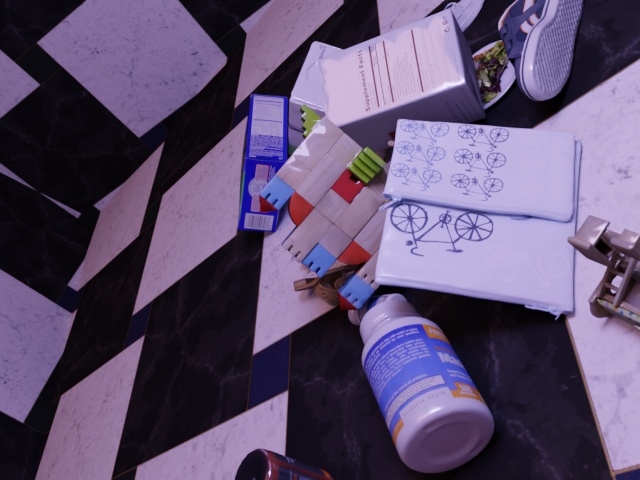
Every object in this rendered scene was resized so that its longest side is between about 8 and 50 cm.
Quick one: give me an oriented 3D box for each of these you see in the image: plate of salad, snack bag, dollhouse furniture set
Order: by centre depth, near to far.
[{"bbox_3d":[0.413,0.068,0.758,0.101,0.161,0.182,-57,30,2],"label":"dollhouse furniture set"},{"bbox_3d":[0.260,-0.055,1.016,0.323,0.037,0.342,9,63,13],"label":"snack bag"},{"bbox_3d":[0.351,-0.362,1.337,0.200,0.048,0.199,-34,39,33],"label":"plate of salad"}]

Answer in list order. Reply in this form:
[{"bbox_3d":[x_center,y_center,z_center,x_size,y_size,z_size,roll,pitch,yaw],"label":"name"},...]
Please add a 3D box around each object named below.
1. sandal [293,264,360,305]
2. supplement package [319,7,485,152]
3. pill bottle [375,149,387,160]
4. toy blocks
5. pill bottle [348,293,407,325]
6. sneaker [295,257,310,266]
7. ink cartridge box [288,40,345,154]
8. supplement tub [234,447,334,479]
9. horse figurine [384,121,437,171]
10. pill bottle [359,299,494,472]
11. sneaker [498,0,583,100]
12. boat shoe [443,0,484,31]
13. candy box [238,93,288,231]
[{"bbox_3d":[0.023,0.111,1.379,0.240,0.088,0.079,-22,77,54],"label":"sandal"},{"bbox_3d":[0.171,-0.319,1.283,0.293,0.177,0.175,-15,72,25],"label":"supplement package"},{"bbox_3d":[0.124,-0.339,1.526,0.162,0.162,0.278,-6,58,53],"label":"pill bottle"},{"bbox_3d":[0.030,-0.045,1.191,0.261,0.381,0.191,-50,5,0],"label":"toy blocks"},{"bbox_3d":[0.112,0.142,1.207,0.120,0.067,0.067,-13,53,50],"label":"pill bottle"},{"bbox_3d":[0.000,0.000,1.518,0.061,0.054,0.152,30,91,44],"label":"sneaker"},{"bbox_3d":[-0.005,-0.366,1.650,0.273,0.115,0.198,101,-173,-69],"label":"ink cartridge box"},{"bbox_3d":[-0.044,0.434,1.044,0.106,0.198,0.106,-37,36,33],"label":"supplement tub"},{"bbox_3d":[0.170,-0.169,1.344,0.263,0.174,0.066,-23,71,35],"label":"horse figurine"},{"bbox_3d":[0.156,0.221,0.995,0.152,0.152,0.272,-47,33,17],"label":"pill bottle"},{"bbox_3d":[0.417,-0.382,1.191,0.127,0.126,0.321,-8,45,46],"label":"sneaker"},{"bbox_3d":[0.332,-0.556,1.519,0.184,0.063,0.066,-48,32,17],"label":"boat shoe"},{"bbox_3d":[-0.168,-0.228,1.773,0.317,0.122,0.268,-92,12,-45],"label":"candy box"}]
